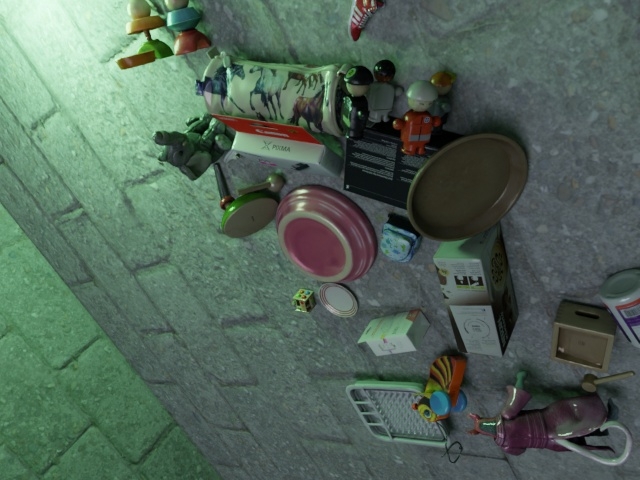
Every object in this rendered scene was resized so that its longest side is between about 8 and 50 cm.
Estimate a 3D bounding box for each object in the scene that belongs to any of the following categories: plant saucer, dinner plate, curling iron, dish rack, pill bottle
[{"bbox_3d":[0.000,0.000,1.536,0.332,0.084,0.332,19,132,22],"label":"plant saucer"},{"bbox_3d":[0.059,0.190,1.697,0.141,0.017,0.141,20,134,22],"label":"dinner plate"},{"bbox_3d":[-0.317,-0.124,1.696,0.068,0.035,0.274,16,132,25],"label":"curling iron"},{"bbox_3d":[0.277,0.590,1.827,0.333,0.072,0.285,-10,116,41],"label":"dish rack"},{"bbox_3d":[0.707,0.167,1.145,0.108,0.108,0.193,-26,107,45],"label":"pill bottle"},{"bbox_3d":[0.314,-0.115,1.138,0.278,0.041,0.277,-9,132,-11],"label":"plant saucer"}]

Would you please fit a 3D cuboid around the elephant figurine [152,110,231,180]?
[{"bbox_3d":[-0.386,-0.257,1.482,0.169,0.239,0.186,2,123,40],"label":"elephant figurine"}]

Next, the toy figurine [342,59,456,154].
[{"bbox_3d":[0.162,-0.291,1.089,0.213,0.209,0.148,19,126,23],"label":"toy figurine"}]

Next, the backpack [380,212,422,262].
[{"bbox_3d":[0.208,0.005,1.389,0.105,0.084,0.114,23,137,22],"label":"backpack"}]

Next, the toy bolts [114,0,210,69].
[{"bbox_3d":[-0.419,-0.542,1.326,0.229,0.218,0.158,-6,115,18],"label":"toy bolts"}]

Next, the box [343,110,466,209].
[{"bbox_3d":[0.193,-0.179,1.236,0.261,0.103,0.184,20,131,20],"label":"box"}]

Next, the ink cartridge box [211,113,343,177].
[{"bbox_3d":[-0.110,-0.237,1.332,0.275,0.239,0.060,14,88,27],"label":"ink cartridge box"}]

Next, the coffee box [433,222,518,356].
[{"bbox_3d":[0.389,0.118,1.290,0.119,0.168,0.297,0,123,36],"label":"coffee box"}]

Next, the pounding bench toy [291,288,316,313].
[{"bbox_3d":[-0.067,0.199,1.768,0.083,0.052,0.065,8,128,31],"label":"pounding bench toy"}]

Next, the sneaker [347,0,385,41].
[{"bbox_3d":[0.097,-0.475,1.107,0.067,0.042,0.118,25,133,22],"label":"sneaker"}]

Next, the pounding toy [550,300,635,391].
[{"bbox_3d":[0.662,0.264,1.266,0.181,0.094,0.206,11,130,30],"label":"pounding toy"}]

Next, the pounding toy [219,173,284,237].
[{"bbox_3d":[-0.223,-0.121,1.561,0.110,0.183,0.237,56,142,23],"label":"pounding toy"}]

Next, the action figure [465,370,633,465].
[{"bbox_3d":[0.578,0.514,1.391,0.370,0.275,0.248,-5,106,7],"label":"action figure"}]

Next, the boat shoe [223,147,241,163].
[{"bbox_3d":[-0.252,-0.253,1.547,0.035,0.035,0.100,47,131,-2],"label":"boat shoe"}]

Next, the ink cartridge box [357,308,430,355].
[{"bbox_3d":[0.219,0.283,1.585,0.198,0.115,0.067,-20,111,45],"label":"ink cartridge box"}]

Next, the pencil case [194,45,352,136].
[{"bbox_3d":[-0.099,-0.357,1.259,0.411,0.159,0.183,14,145,27],"label":"pencil case"}]

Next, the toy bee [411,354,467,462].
[{"bbox_3d":[0.345,0.485,1.587,0.195,0.298,0.162,32,162,-36],"label":"toy bee"}]
